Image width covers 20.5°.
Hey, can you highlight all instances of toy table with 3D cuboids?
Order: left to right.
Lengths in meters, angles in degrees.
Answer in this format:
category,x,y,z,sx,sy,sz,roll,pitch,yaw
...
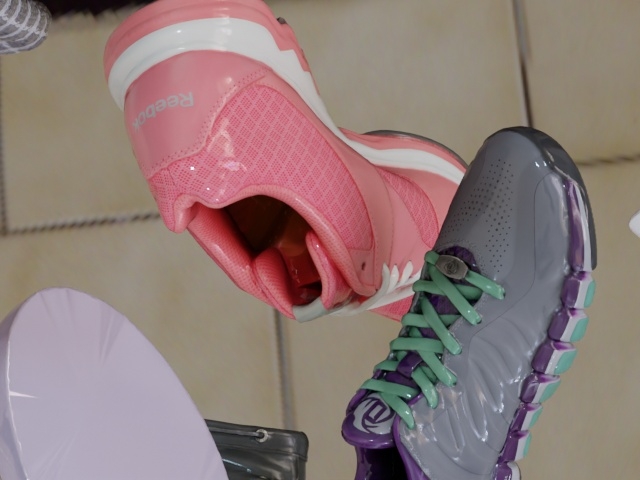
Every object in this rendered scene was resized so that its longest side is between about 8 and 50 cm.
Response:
category,x,y,z,sx,sy,sz,roll,pitch,yaw
toy table,-0.186,0.188,1.265,0.161,0.252,0.274,-31,69,38

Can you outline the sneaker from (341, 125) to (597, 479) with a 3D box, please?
category,x,y,z,sx,sy,sz,roll,pitch,yaw
sneaker,0.062,0.057,0.832,0.083,0.098,0.223,25,112,41

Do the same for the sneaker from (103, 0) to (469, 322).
category,x,y,z,sx,sy,sz,roll,pitch,yaw
sneaker,-0.001,0.000,0.944,0.116,0.314,0.136,-28,50,26

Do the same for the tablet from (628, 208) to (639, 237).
category,x,y,z,sx,sy,sz,roll,pitch,yaw
tablet,0.146,0.003,0.570,0.083,0.006,0.054,39,118,-17

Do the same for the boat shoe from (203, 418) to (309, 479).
category,x,y,z,sx,sy,sz,roll,pitch,yaw
boat shoe,-0.169,0.182,1.698,0.340,0.127,0.113,14,71,16

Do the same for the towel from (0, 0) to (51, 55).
category,x,y,z,sx,sy,sz,roll,pitch,yaw
towel,-0.272,-0.127,0.811,0.284,0.235,0.121,-5,86,7
